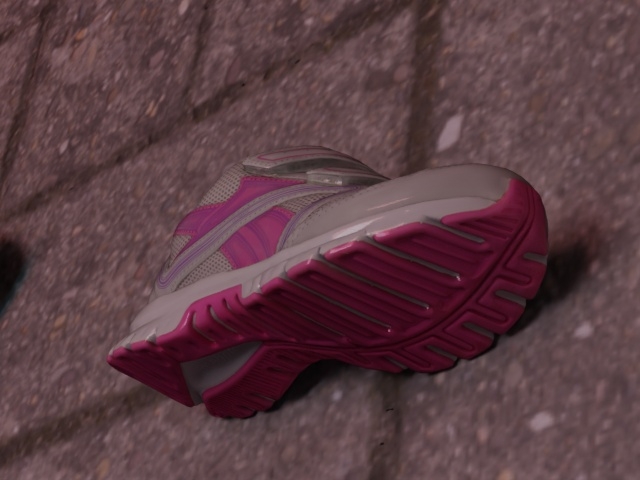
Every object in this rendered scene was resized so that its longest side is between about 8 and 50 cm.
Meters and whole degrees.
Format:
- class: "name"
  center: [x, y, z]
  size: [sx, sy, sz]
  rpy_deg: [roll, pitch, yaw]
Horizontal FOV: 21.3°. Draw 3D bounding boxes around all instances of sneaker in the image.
- class: "sneaker"
  center: [0.000, 0.000, 0.791]
  size: [0.252, 0.103, 0.111]
  rpy_deg: [-17, 51, 42]
